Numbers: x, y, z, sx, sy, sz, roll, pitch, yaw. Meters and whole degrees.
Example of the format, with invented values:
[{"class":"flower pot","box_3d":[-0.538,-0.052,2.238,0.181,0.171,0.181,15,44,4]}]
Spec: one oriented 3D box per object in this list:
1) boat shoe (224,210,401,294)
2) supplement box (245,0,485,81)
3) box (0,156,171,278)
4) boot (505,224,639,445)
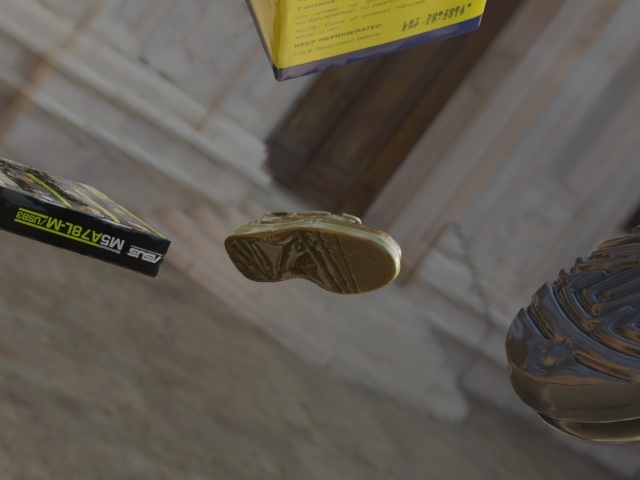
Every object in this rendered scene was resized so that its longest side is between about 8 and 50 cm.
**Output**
[{"class":"boat shoe","box_3d":[0.000,0.002,1.256,0.153,0.048,0.056,-2,-56,48]},{"class":"supplement box","box_3d":[0.031,-0.318,1.496,0.356,0.194,0.195,99,-27,-63]},{"class":"box","box_3d":[-0.255,-0.033,1.695,0.184,0.045,0.191,21,5,-34]},{"class":"boot","box_3d":[0.311,0.184,1.191,0.146,0.367,0.445,39,-33,54]}]
